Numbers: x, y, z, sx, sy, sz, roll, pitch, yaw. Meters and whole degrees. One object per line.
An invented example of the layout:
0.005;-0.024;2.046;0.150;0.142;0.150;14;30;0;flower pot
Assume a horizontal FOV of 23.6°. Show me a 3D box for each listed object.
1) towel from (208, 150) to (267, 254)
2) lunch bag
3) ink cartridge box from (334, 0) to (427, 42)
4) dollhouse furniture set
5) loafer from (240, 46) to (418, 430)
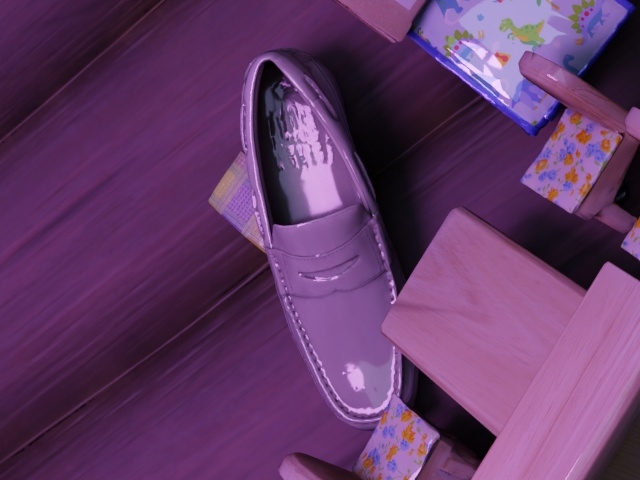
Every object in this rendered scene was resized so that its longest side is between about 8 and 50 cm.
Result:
-0.052;-0.031;1.317;0.083;0.009;0.060;39;100;19;towel
0.154;-0.173;1.205;0.151;0.096;0.129;42;101;28;lunch bag
0.058;-0.302;1.210;0.235;0.088;0.193;-54;38;8;ink cartridge box
0.142;0.082;1.000;0.362;0.256;0.394;-59;35;6;dollhouse furniture set
0.000;0.000;1.235;0.112;0.111;0.319;-20;84;11;loafer
